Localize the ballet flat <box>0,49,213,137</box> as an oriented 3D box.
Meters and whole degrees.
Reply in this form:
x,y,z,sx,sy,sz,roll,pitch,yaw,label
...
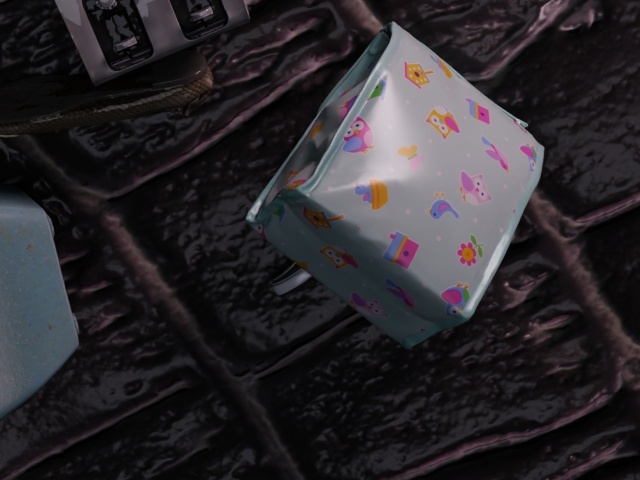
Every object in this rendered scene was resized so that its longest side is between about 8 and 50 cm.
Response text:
x,y,z,sx,sy,sz,roll,pitch,yaw,label
-0.230,-0.136,1.707,0.250,0.084,0.058,-12,131,-3,ballet flat

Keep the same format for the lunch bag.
x,y,z,sx,sy,sz,roll,pitch,yaw,label
0.089,-0.063,1.691,0.223,0.160,0.262,37,60,-11,lunch bag

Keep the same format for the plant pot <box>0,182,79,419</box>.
x,y,z,sx,sy,sz,roll,pitch,yaw,label
-0.383,0.056,1.670,0.252,0.248,0.247,-18,108,-17,plant pot

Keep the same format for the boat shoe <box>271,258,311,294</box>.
x,y,z,sx,sy,sz,roll,pitch,yaw,label
0.000,0.000,1.772,0.142,0.049,0.040,-40,99,1,boat shoe

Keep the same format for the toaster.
x,y,z,sx,sy,sz,roll,pitch,yaw,label
-0.169,-0.233,1.630,0.168,0.186,0.110,-23,106,-5,toaster
